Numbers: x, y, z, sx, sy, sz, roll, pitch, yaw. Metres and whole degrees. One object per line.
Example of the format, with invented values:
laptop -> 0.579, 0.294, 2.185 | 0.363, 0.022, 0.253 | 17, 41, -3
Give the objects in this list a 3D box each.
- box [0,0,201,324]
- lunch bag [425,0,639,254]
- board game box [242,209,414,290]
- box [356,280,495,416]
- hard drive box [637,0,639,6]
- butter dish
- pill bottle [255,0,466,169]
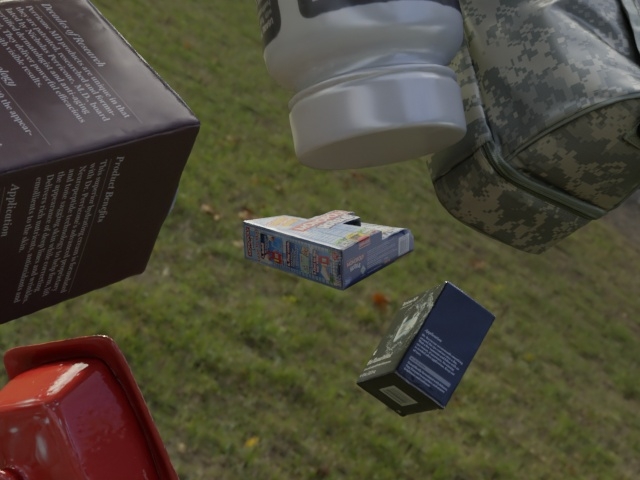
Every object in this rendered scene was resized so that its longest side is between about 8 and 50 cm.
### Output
box -> -0.231, -0.057, 0.811 | 0.203, 0.168, 0.167 | -21, 59, -43
lunch bag -> 0.254, -0.169, 1.238 | 0.213, 0.256, 0.305 | 21, 46, -32
board game box -> 0.000, 0.000, 1.558 | 0.194, 0.060, 0.194 | 10, 20, 31
box -> 0.148, 0.157, 1.602 | 0.093, 0.158, 0.156 | 36, -22, -8
hard drive box -> 0.348, -0.404, 1.488 | 0.181, 0.089, 0.232 | 34, -1, 43
butter dish -> -0.213, 0.171, 0.895 | 0.118, 0.160, 0.160 | -35, 108, -47
pill bottle -> 0.031, -0.265, 1.132 | 0.204, 0.361, 0.204 | -9, -8, -1
